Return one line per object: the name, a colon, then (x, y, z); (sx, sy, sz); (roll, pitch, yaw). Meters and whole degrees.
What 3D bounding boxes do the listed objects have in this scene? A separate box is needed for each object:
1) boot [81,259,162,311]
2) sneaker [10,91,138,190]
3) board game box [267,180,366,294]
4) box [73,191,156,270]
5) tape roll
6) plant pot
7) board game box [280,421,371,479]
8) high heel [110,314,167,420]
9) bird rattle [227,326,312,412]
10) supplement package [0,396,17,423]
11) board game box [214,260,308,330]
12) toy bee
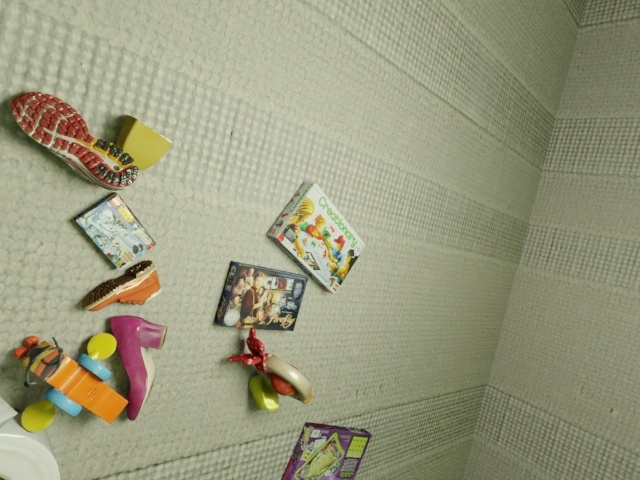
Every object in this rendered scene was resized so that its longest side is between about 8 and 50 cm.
boot: (-0.411, 0.116, 0.866); (0.158, 0.059, 0.085); (-33, 126, -33)
sneaker: (-0.446, -0.166, 0.741); (0.225, 0.092, 0.088); (44, 57, -22)
board game box: (0.000, 0.000, 1.207); (0.193, 0.053, 0.305); (-56, 131, -16)
box: (-0.417, -0.018, 0.843); (0.094, 0.027, 0.137); (-42, 126, -25)
tape roll: (-0.633, 0.452, 0.724); (0.286, 0.100, 0.286); (-13, 110, -39)
plant pot: (-0.360, -0.188, 0.818); (0.081, 0.081, 0.083); (33, 87, -42)
board game box: (0.032, 0.758, 1.442); (0.346, 0.056, 0.208); (32, 75, -42)
high heel: (-0.424, 0.282, 0.903); (0.117, 0.082, 0.244); (16, 106, -12)
bird rattle: (-0.115, 0.349, 1.099); (0.143, 0.206, 0.254); (-51, 146, -41)
supplement package: (-0.607, 0.226, 0.596); (0.139, 0.134, 0.244); (-42, 95, -26)
board game box: (-0.153, 0.157, 1.117); (0.243, 0.042, 0.165); (15, 90, -43)
toy bee: (-0.487, 0.242, 0.788); (0.195, 0.162, 0.298); (-41, 148, -50)
